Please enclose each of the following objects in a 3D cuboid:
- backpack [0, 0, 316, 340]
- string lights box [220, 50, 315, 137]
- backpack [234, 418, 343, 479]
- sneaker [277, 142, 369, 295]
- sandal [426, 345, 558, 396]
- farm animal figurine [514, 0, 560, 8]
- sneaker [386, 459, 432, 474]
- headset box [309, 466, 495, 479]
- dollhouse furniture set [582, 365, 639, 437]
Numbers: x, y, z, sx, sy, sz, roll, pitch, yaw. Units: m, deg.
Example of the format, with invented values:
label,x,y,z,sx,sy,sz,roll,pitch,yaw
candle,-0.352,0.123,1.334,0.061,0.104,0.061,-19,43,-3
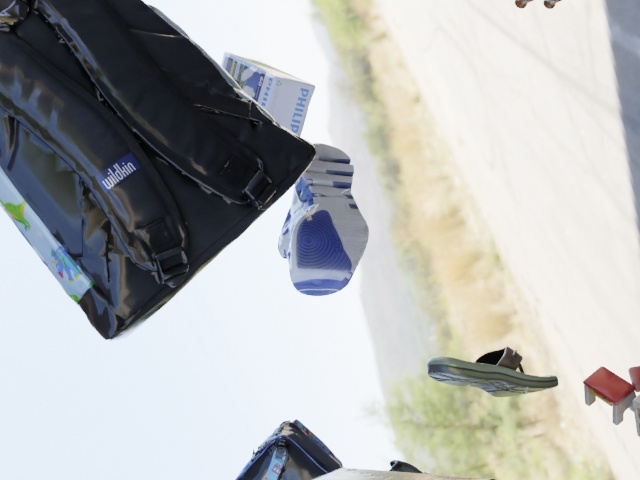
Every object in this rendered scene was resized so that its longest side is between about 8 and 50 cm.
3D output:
label,x,y,z,sx,sy,sz,roll,pitch,yaw
backpack,-0.233,-0.116,1.068,0.355,0.290,0.273,47,165,-9
string lights box,-0.105,-0.228,1.762,0.259,0.077,0.133,38,114,61
backpack,-0.062,0.414,1.778,0.158,0.173,0.117,41,-168,-6
sneaker,0.000,-0.001,1.779,0.315,0.127,0.182,-91,10,-47
sandal,0.330,0.235,1.949,0.303,0.120,0.086,17,-114,-34
farm animal figurine,0.319,-0.530,1.537,0.172,0.327,0.330,121,171,-67
sneaker,0.102,0.501,1.996,0.106,0.234,0.078,39,-166,-16
headset box,0.056,0.372,1.278,0.283,0.246,0.131,-7,-89,-52
dollhouse furniture set,0.760,0.334,2.231,0.374,0.201,0.152,35,152,47
